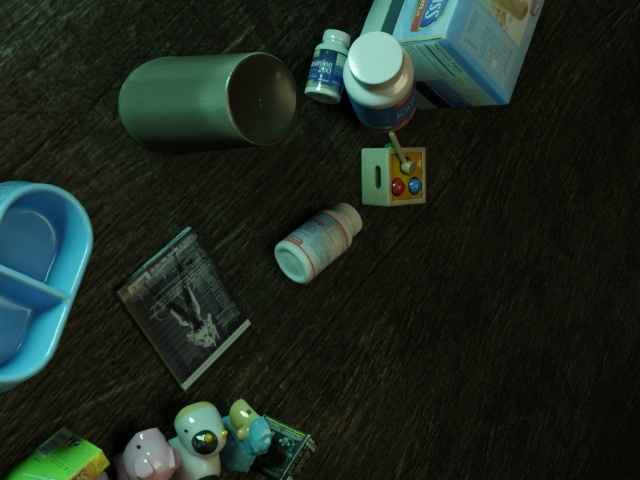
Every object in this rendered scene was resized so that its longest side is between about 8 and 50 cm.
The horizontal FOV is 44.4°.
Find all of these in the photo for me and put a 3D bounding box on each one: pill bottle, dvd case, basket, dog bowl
[{"bbox_3d":[0.105,-0.279,1.379,0.221,0.124,0.124,42,61,-77],"label":"pill bottle"},{"bbox_3d":[0.017,-0.311,1.402,0.067,0.067,0.120,19,82,-41],"label":"pill bottle"},{"bbox_3d":[-0.216,0.114,1.275,0.164,0.018,0.221,-45,121,-30],"label":"dvd case"},{"bbox_3d":[0.000,0.000,1.409,0.160,0.087,0.087,-40,119,-32],"label":"pill bottle"},{"bbox_3d":[-0.154,-0.202,1.155,0.204,0.226,0.154,-12,103,-40],"label":"basket"},{"bbox_3d":[-0.398,0.056,1.029,0.166,0.074,0.297,32,62,-37],"label":"dog bowl"}]

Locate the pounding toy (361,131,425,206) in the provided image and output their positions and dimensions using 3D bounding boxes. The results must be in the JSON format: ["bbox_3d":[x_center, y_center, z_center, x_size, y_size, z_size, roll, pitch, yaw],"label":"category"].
[{"bbox_3d":[0.146,-0.139,1.514,0.130,0.100,0.141,-8,100,-41],"label":"pounding toy"}]

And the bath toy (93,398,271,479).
[{"bbox_3d":[-0.246,0.346,1.201,0.348,0.129,0.152,-12,103,-40],"label":"bath toy"}]

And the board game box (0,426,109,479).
[{"bbox_3d":[-0.418,0.361,1.050,0.259,0.124,0.039,-38,119,-33],"label":"board game box"}]

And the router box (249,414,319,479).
[{"bbox_3d":[-0.075,0.365,1.359,0.092,0.122,0.038,-55,131,-22],"label":"router box"}]

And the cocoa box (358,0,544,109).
[{"bbox_3d":[0.267,-0.457,1.501,0.231,0.227,0.347,32,74,-39],"label":"cocoa box"}]
